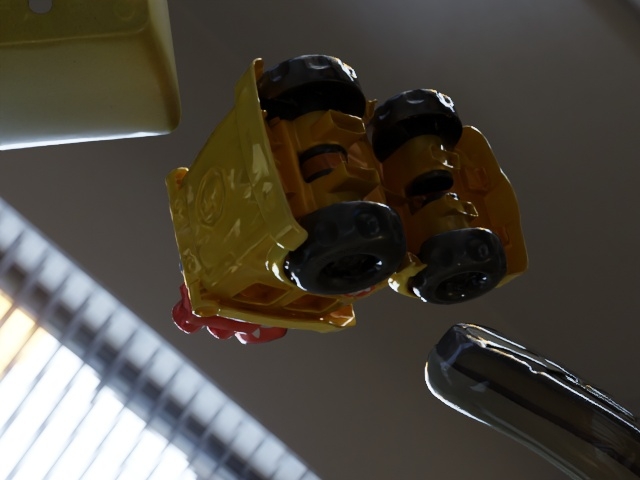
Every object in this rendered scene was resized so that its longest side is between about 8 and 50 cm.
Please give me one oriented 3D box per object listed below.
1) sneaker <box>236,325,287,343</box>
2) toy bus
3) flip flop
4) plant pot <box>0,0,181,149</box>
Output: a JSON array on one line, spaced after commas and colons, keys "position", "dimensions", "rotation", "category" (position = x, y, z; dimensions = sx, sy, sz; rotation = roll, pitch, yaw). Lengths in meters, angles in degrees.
[{"position": [-0.030, -0.010, 1.581], "dimensions": [0.131, 0.148, 0.350], "rotation": [-7, -159, 25], "category": "sneaker"}, {"position": [0.000, 0.000, 1.070], "dimensions": [0.211, 0.220, 0.149], "rotation": [-44, -130, 37], "category": "toy bus"}, {"position": [0.148, 0.132, 0.591], "dimensions": [0.080, 0.277, 0.112], "rotation": [-57, 170, 2], "category": "flip flop"}, {"position": [-0.209, -0.189, 1.114], "dimensions": [0.187, 0.212, 0.212], "rotation": [144, -61, -77], "category": "plant pot"}]
